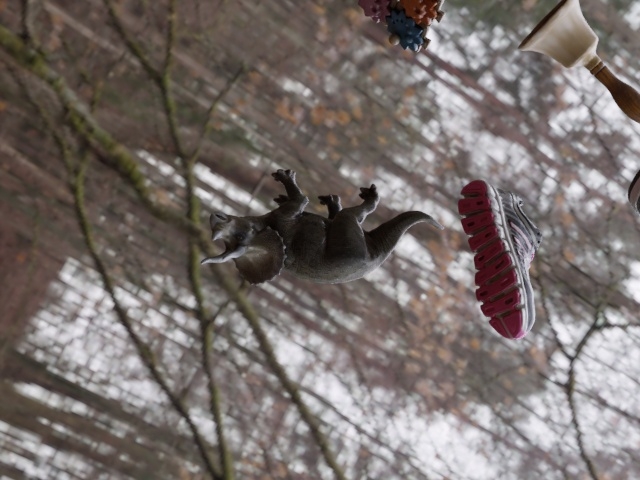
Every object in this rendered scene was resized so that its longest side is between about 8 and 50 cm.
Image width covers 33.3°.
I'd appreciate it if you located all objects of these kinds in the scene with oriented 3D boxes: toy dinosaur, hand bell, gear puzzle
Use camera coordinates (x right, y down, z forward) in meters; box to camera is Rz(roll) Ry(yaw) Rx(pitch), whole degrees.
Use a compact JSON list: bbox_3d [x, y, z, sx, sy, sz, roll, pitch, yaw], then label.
[{"bbox_3d":[0.000,0.000,1.413,0.121,0.314,0.160,120,-23,-60],"label":"toy dinosaur"},{"bbox_3d":[0.439,-0.263,1.670,0.126,0.242,0.126,-46,-178,2],"label":"hand bell"},{"bbox_3d":[0.155,-0.466,1.867,0.044,0.175,0.339,-40,168,-28],"label":"gear puzzle"}]

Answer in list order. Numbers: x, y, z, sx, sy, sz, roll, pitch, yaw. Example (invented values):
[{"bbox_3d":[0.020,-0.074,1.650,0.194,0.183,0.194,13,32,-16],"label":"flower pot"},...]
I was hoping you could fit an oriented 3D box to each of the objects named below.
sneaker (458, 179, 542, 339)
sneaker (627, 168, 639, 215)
[{"bbox_3d":[0.198,0.018,1.103,0.063,0.075,0.170,-36,-120,49],"label":"sneaker"},{"bbox_3d":[0.569,-0.082,1.418,0.295,0.124,0.178,-37,-136,20],"label":"sneaker"}]
